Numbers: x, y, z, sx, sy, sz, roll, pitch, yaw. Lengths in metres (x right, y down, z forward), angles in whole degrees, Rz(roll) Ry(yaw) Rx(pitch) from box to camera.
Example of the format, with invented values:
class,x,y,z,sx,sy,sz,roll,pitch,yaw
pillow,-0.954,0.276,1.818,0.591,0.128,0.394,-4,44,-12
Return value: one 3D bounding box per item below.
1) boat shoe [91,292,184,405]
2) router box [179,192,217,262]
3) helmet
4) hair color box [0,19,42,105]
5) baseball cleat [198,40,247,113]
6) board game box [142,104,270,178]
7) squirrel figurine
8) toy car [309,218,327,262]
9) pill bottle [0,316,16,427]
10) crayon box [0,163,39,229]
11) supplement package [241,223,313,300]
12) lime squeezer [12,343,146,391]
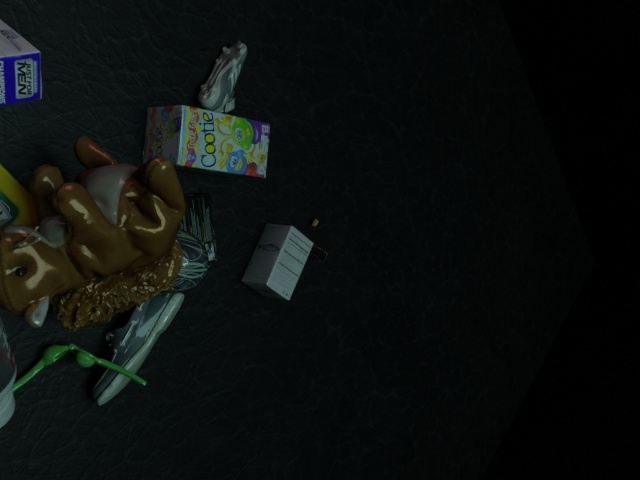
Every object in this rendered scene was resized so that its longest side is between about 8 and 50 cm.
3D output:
class,x,y,z,sx,sy,sz,roll,pitch,yaw
boat shoe,-0.448,0.236,1.894,0.099,0.116,0.319,33,72,3
router box,-0.329,-0.023,2.003,0.133,0.046,0.178,-14,104,-44
helmet,-0.348,0.046,1.869,0.169,0.162,0.169,-30,129,-44
hair color box,-0.703,-0.308,1.450,0.339,0.185,0.110,-21,136,-37
baseball cleat,-0.240,-0.405,2.054,0.205,0.072,0.109,-58,144,-19
board game box,-0.275,-0.237,1.968,0.275,0.142,0.144,4,91,-47
squirrel figurine,-0.465,0.043,1.590,0.370,0.281,0.396,-47,144,-32
toy car,0.000,0.000,2.346,0.040,0.060,0.121,-8,109,-78
pill bottle,-0.650,0.205,1.443,0.176,0.176,0.318,-37,142,-38
crayon box,-0.753,-0.028,1.516,0.363,0.106,0.313,-56,128,-26
supplement package,-0.116,0.057,2.191,0.105,0.105,0.179,39,66,-41
lime squeezer,-0.540,0.277,1.761,0.311,0.058,0.109,-1,55,-22
